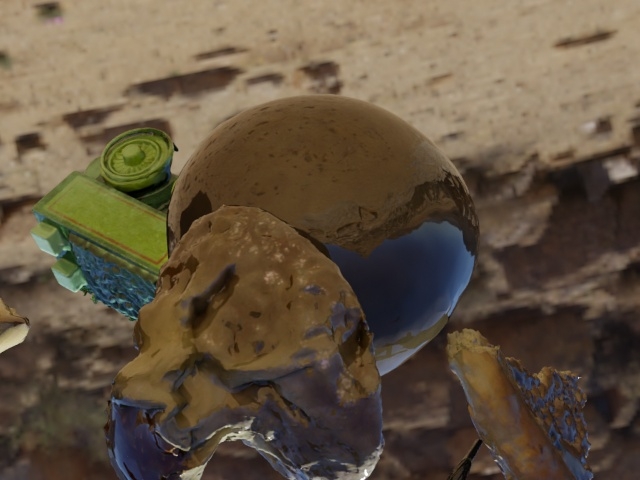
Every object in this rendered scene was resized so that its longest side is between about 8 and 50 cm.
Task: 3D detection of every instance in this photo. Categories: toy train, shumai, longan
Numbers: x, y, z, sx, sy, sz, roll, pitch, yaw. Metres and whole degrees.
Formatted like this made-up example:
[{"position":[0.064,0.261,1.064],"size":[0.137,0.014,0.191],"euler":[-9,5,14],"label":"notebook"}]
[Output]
[{"position":[-0.184,-0.006,1.530],"size":[0.272,0.159,0.188],"euler":[26,-121,32],"label":"toy train"},{"position":[-0.064,0.084,0.876],"size":[0.153,0.209,0.161],"euler":[-21,162,-29],"label":"shumai"},{"position":[0.000,0.000,1.109],"size":[0.258,0.258,0.258],"euler":[-12,178,0],"label":"longan"}]

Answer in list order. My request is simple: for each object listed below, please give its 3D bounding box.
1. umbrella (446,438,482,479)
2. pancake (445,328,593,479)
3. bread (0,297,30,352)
[{"position":[0.075,0.247,1.068],"size":[0.269,0.044,0.044],"euler":[-51,167,-37],"label":"umbrella"},{"position":[0.214,0.163,1.238],"size":[0.057,0.266,0.244],"euler":[-24,-170,28],"label":"pancake"},{"position":[-0.486,0.059,1.077],"size":[0.394,0.361,0.250],"euler":[-41,-176,9],"label":"bread"}]
